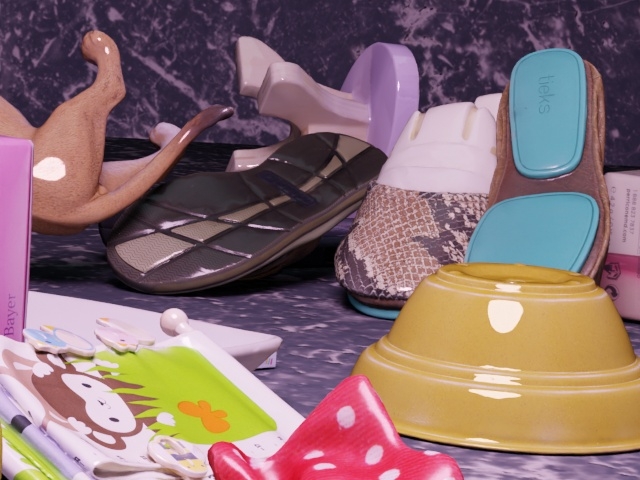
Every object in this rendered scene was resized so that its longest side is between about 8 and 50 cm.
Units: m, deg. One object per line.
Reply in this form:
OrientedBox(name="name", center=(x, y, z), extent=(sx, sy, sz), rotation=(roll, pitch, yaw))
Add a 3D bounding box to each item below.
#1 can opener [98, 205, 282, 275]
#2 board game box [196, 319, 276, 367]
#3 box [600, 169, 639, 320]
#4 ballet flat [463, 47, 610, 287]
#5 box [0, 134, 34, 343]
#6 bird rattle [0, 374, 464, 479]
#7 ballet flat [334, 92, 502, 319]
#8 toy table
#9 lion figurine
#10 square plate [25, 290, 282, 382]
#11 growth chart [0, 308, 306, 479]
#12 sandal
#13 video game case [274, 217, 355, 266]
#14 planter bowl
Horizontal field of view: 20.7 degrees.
OrientedBox(name="can opener", center=(-0.120, -0.003, 1.626), extent=(0.186, 0.059, 0.073), rotation=(5, 7, 16))
OrientedBox(name="board game box", center=(-0.092, 0.072, 1.188), extent=(0.090, 0.020, 0.090), rotation=(0, 8, -40))
OrientedBox(name="box", center=(0.369, 0.013, 1.481), extent=(0.232, 0.127, 0.148), rotation=(9, 9, 37))
OrientedBox(name="ballet flat", center=(0.185, -0.011, 1.431), extent=(0.116, 0.124, 0.342), rotation=(-6, 43, 16))
OrientedBox(name="box", center=(-0.311, -0.005, 0.906), extent=(0.213, 0.117, 0.243), rotation=(10, 10, 41))
OrientedBox(name="bird rattle", center=(-0.057, 0.124, 0.563), extent=(0.253, 0.143, 0.207), rotation=(15, 16, -14))
OrientedBox(name="ballet flat", center=(0.144, -0.045, 1.613), extent=(0.164, 0.182, 0.483), rotation=(8, 8, 25))
OrientedBox(name="toy table", center=(-0.008, -0.123, 1.991), extent=(0.161, 0.274, 0.252), rotation=(2, 49, -17))
OrientedBox(name="lion figurine", center=(-0.292, -0.081, 1.466), extent=(0.392, 0.142, 0.240), rotation=(10, 43, 14))
OrientedBox(name="square plate", center=(-0.251, 0.071, 0.995), extent=(0.344, 0.049, 0.347), rotation=(7, 8, 28))
OrientedBox(name="growth chart", center=(-0.089, 0.086, 0.851), extent=(0.172, 0.021, 0.237), rotation=(34, 19, 23))
OrientedBox(name="sandal", center=(-0.053, -0.010, 1.555), extent=(0.302, 0.086, 0.120), rotation=(-23, 50, -38))
OrientedBox(name="video game case", center=(0.000, 0.000, 1.814), extent=(0.274, 0.026, 0.196), rotation=(-2, 9, -35))
OrientedBox(name="planter bowl", center=(0.119, 0.064, 1.087), extent=(0.217, 0.090, 0.217), rotation=(4, 7, -1))
